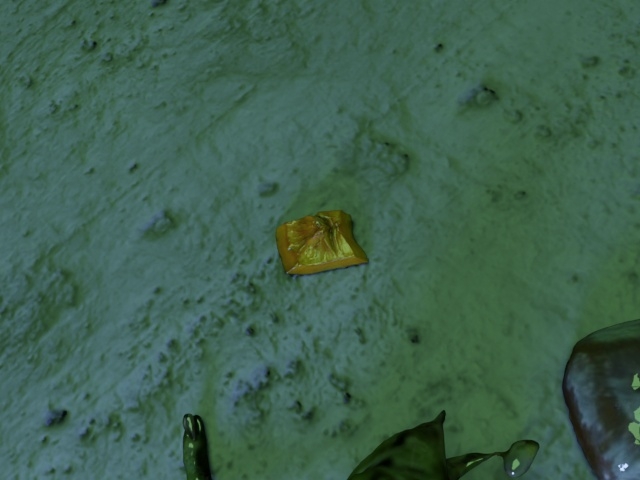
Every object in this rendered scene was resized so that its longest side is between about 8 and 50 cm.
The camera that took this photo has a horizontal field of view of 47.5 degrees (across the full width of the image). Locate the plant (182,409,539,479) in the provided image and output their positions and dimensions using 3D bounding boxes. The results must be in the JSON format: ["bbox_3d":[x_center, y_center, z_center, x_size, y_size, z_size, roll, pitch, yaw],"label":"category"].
[{"bbox_3d":[0.019,0.287,0.671,0.333,0.180,0.251,-13,63,42],"label":"plant"}]

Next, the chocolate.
[{"bbox_3d":[0.361,0.130,0.674,0.254,0.080,0.157,-12,61,4],"label":"chocolate"}]

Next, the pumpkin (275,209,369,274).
[{"bbox_3d":[-0.001,0.001,0.837,0.101,0.035,0.073,-14,64,1],"label":"pumpkin"}]
